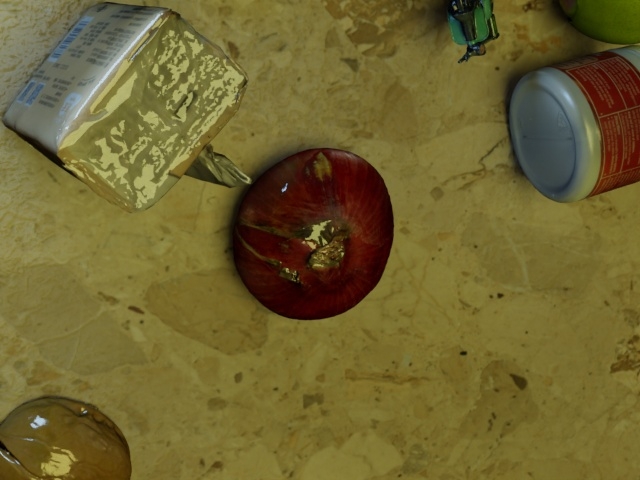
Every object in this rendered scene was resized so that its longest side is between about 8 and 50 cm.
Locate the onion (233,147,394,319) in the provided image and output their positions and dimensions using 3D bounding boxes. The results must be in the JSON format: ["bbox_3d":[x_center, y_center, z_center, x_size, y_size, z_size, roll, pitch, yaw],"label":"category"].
[{"bbox_3d":[-0.001,-0.003,1.761,0.248,0.161,0.248,-23,128,-33],"label":"onion"}]

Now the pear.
[{"bbox_3d":[0.458,-0.376,1.864,0.219,0.187,0.188,-7,105,-10],"label":"pear"}]

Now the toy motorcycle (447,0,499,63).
[{"bbox_3d":[0.212,-0.310,1.784,0.058,0.173,0.100,-10,105,18],"label":"toy motorcycle"}]

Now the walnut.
[{"bbox_3d":[-0.337,0.301,1.702,0.211,0.087,0.167,20,89,-27],"label":"walnut"}]

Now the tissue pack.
[{"bbox_3d":[-0.213,-0.143,1.537,0.238,0.305,0.239,-5,103,-24],"label":"tissue pack"}]

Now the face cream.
[{"bbox_3d":[0.403,-0.171,1.876,0.187,0.201,0.201,-17,108,-21],"label":"face cream"}]
